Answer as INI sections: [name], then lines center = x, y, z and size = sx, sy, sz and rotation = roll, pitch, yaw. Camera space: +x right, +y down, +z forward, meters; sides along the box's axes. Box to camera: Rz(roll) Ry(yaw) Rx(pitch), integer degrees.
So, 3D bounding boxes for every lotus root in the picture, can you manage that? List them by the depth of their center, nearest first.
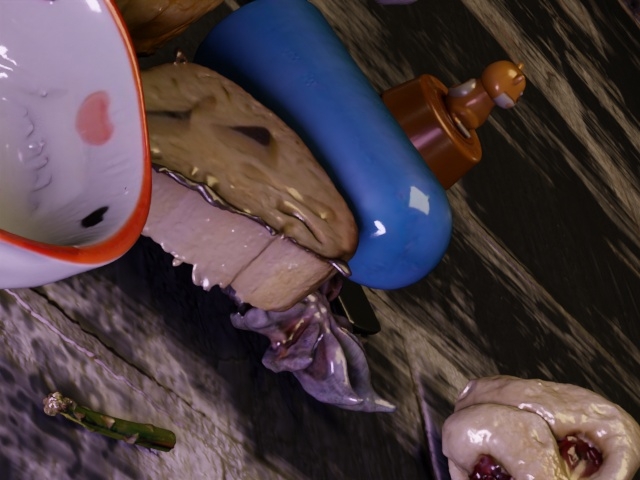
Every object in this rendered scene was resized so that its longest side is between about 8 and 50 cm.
[lotus root]
center = -0.090, -0.055, 1.332
size = 0.261, 0.074, 0.170
rotation = 35, 35, -14

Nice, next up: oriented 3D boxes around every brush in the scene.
[brush]
center = 0.000, 0.000, 1.636
size = 0.063, 0.016, 0.193
rotation = 17, 44, -62

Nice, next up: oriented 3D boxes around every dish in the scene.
[dish]
center = -0.217, -0.081, 1.047
size = 0.256, 0.117, 0.256
rotation = 35, 42, -39

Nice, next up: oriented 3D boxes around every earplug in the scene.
[earplug]
center = 0.012, -0.069, 1.498
size = 0.132, 0.132, 0.273
rotation = 31, 18, -52

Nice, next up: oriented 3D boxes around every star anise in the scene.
[star anise]
center = -0.019, 0.054, 1.436
size = 0.204, 0.061, 0.180
rotation = 37, 32, -40

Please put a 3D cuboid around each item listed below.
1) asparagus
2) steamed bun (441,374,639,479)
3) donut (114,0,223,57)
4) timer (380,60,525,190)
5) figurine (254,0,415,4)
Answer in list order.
[asparagus]
center = -0.131, 0.114, 1.148
size = 0.015, 0.018, 0.127
rotation = 28, 0, 35
[steamed bun]
center = 0.177, 0.188, 1.597
size = 0.155, 0.141, 0.172
rotation = 39, 44, -1
[donut]
center = -0.213, -0.250, 1.328
size = 0.330, 0.160, 0.330
rotation = 38, 21, -18
[timer]
center = 0.163, -0.147, 2.045
size = 0.132, 0.152, 0.132
rotation = 48, 22, -26
[figurine]
center = -0.044, -0.358, 1.771
size = 0.365, 0.206, 0.218
rotation = 14, 73, -61
